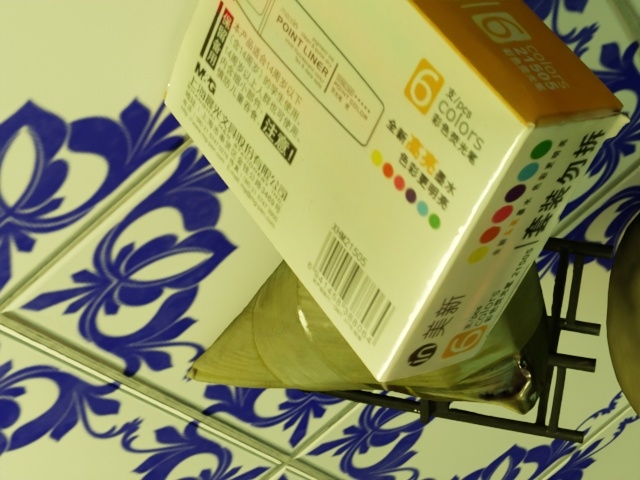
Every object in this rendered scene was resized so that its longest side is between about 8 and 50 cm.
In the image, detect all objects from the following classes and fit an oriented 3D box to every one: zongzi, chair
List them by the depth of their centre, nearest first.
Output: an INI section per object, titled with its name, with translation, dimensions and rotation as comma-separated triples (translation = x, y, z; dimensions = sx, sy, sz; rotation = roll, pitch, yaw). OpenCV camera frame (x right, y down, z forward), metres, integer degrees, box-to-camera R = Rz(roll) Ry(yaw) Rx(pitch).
[zongzi]
translation = 0.000, 0.000, 1.261
dimensions = 0.318, 0.154, 0.289
rotation = -6, 122, 18
[chair]
translation = 0.112, 0.076, 1.455
dimensions = 0.260, 0.141, 0.154
rotation = 9, 146, 10

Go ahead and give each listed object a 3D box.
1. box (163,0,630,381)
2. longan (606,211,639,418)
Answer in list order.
[box]
translation = 0.030, -0.084, 1.011
dimensions = 0.091, 0.274, 0.220
rotation = -14, 145, -39
[longan]
translation = 0.450, 0.068, 1.615
dimensions = 0.361, 0.361, 0.361
rotation = -26, 148, -18
